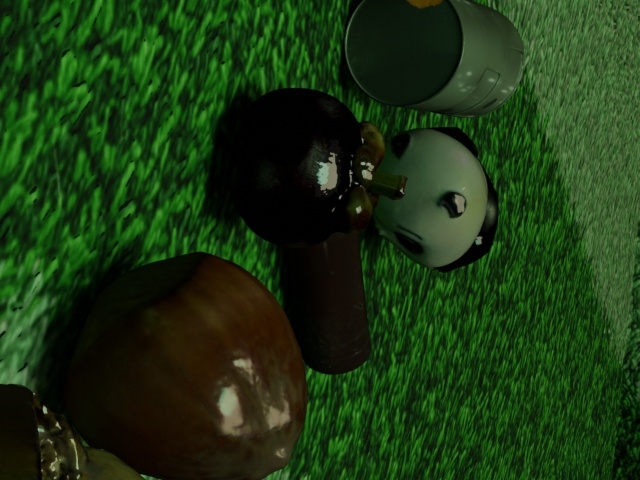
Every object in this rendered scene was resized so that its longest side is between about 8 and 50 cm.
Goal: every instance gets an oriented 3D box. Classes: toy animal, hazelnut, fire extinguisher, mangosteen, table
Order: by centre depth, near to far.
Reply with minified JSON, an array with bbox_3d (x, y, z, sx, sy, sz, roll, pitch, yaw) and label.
[{"bbox_3d":[-0.089,0.095,1.032,0.182,0.182,0.182,11,90,-68],"label":"hazelnut"},{"bbox_3d":[-0.002,-0.058,1.198,0.137,0.151,0.137,12,90,-86],"label":"mangosteen"},{"bbox_3d":[0.000,0.000,1.346,0.089,0.072,0.267,-108,-171,-53],"label":"fire extinguisher"},{"bbox_3d":[0.122,-0.194,1.465,0.220,0.126,0.126,-3,103,-67],"label":"table"},{"bbox_3d":[0.108,-0.051,1.494,0.138,0.166,0.179,-47,163,12],"label":"toy animal"}]

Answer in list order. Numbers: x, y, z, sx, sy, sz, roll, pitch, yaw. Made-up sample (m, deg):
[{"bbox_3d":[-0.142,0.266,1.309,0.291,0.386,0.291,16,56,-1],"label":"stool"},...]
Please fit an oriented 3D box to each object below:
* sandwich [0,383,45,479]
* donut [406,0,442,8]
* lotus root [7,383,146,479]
[{"bbox_3d":[-0.199,0.133,0.723,0.186,0.220,0.108,-1,100,-67],"label":"sandwich"},{"bbox_3d":[0.088,-0.357,1.281,0.277,0.108,0.277,-38,139,-41],"label":"donut"},{"bbox_3d":[-0.166,0.248,0.927,0.151,0.169,0.342,-121,-154,-57],"label":"lotus root"}]
